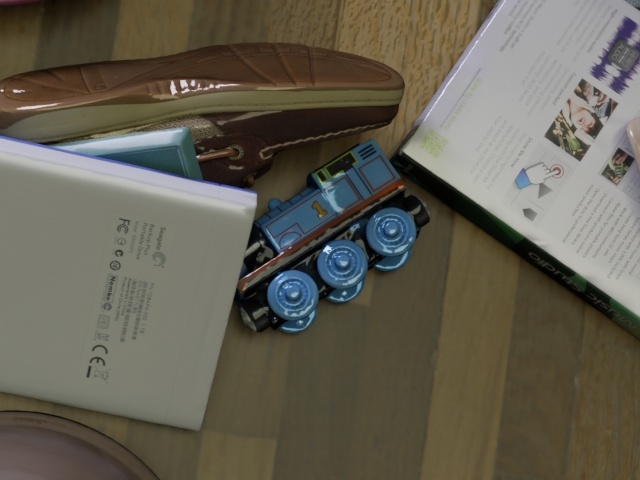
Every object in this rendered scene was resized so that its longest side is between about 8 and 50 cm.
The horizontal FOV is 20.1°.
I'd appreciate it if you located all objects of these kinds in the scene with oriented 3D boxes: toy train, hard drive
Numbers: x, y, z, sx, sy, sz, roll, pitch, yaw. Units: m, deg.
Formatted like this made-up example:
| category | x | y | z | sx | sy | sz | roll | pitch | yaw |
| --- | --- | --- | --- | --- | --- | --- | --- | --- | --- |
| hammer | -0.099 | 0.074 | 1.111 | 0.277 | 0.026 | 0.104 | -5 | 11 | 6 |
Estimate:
| category | x | y | z | sx | sy | sz | roll | pitch | yaw |
| --- | --- | --- | --- | --- | --- | --- | --- | --- | --- |
| toy train | 0.000 | 0.000 | 1.506 | 0.184 | 0.080 | 0.105 | -33 | 79 | -9 |
| hard drive | -0.229 | 0.026 | 1.435 | 0.319 | 0.040 | 0.210 | 12 | 114 | -6 |

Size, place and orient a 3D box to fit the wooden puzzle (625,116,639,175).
| category | x | y | z | sx | sy | sz | roll | pitch | yaw |
| --- | --- | --- | --- | --- | --- | --- | --- | --- | --- |
| wooden puzzle | 0.389 | -0.014 | 1.528 | 0.221 | 0.044 | 0.238 | -15 | 81 | -10 |

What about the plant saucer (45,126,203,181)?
| category | x | y | z | sx | sy | sz | roll | pitch | yaw |
| --- | --- | --- | --- | --- | --- | --- | --- | --- | --- |
| plant saucer | -0.191 | -0.048 | 1.439 | 0.192 | 0.018 | 0.067 | -7 | 127 | 7 |

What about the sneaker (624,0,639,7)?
| category | x | y | z | sx | sy | sz | roll | pitch | yaw |
| --- | --- | --- | --- | --- | --- | --- | --- | --- | --- |
| sneaker | 0.216 | -0.314 | 1.584 | 0.258 | 0.094 | 0.091 | 44 | 57 | -3 |

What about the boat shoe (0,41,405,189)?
| category | x | y | z | sx | sy | sz | roll | pitch | yaw |
| --- | --- | --- | --- | --- | --- | --- | --- | --- | --- |
| boat shoe | -0.099 | -0.084 | 1.495 | 0.342 | 0.123 | 0.123 | -7 | 114 | -10 |

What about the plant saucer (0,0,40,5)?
| category | x | y | z | sx | sy | sz | roll | pitch | yaw |
| --- | --- | --- | --- | --- | --- | --- | --- | --- | --- |
| plant saucer | -0.274 | -0.351 | 1.511 | 0.332 | 0.084 | 0.332 | 1 | 81 | -7 |

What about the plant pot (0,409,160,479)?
| category | x | y | z | sx | sy | sz | roll | pitch | yaw |
| --- | --- | --- | --- | --- | --- | --- | --- | --- | --- |
| plant pot | -0.233 | 0.280 | 1.329 | 0.323 | 0.280 | 0.323 | 1 | 82 | -9 |

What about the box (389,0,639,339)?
| category | x | y | z | sx | sy | sz | roll | pitch | yaw |
| --- | --- | --- | --- | --- | --- | --- | --- | --- | --- |
| box | 0.255 | -0.071 | 1.562 | 0.322 | 0.058 | 0.232 | 35 | 79 | -1 |
